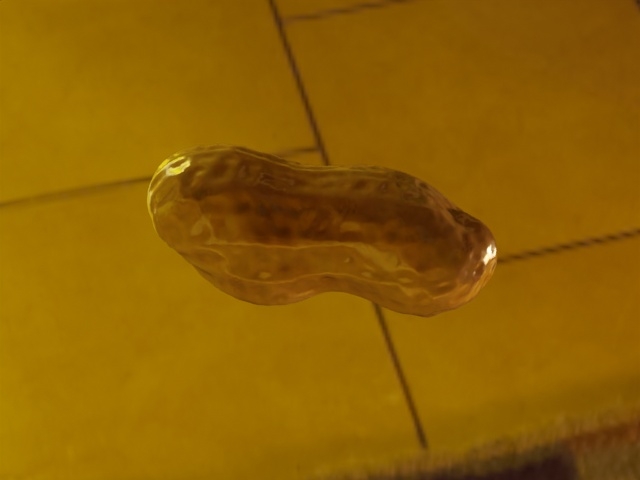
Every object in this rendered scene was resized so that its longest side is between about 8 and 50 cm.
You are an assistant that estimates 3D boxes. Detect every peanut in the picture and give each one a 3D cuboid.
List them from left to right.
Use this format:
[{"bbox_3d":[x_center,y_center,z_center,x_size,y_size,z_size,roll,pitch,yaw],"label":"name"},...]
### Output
[{"bbox_3d":[0.000,0.000,1.326,0.274,0.125,0.111,11,21,1],"label":"peanut"}]
